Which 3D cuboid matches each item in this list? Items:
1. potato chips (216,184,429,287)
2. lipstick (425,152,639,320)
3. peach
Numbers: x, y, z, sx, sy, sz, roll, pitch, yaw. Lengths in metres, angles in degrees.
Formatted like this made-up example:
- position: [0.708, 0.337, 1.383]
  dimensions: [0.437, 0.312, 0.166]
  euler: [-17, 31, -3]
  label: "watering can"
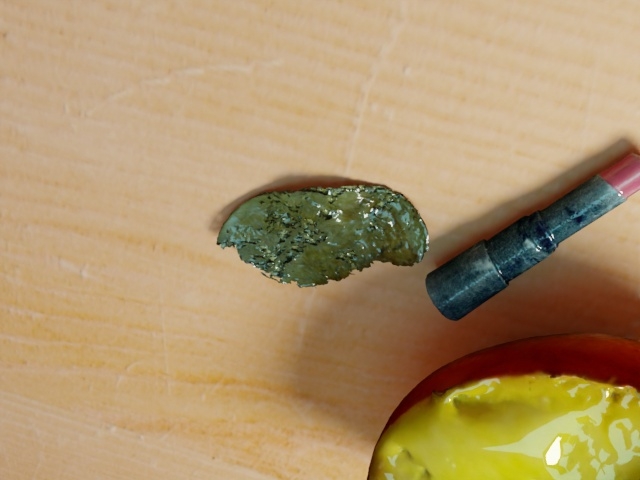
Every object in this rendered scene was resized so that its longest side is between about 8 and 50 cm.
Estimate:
- position: [0.000, 0.000, 0.935]
  dimensions: [0.209, 0.026, 0.142]
  euler: [11, 132, 8]
  label: "potato chips"
- position: [0.194, -0.005, 0.856]
  dimensions: [0.053, 0.053, 0.234]
  euler: [40, 126, -17]
  label: "lipstick"
- position: [0.257, 0.228, 0.903]
  dimensions: [0.380, 0.242, 0.306]
  euler: [12, 108, 35]
  label: "peach"
